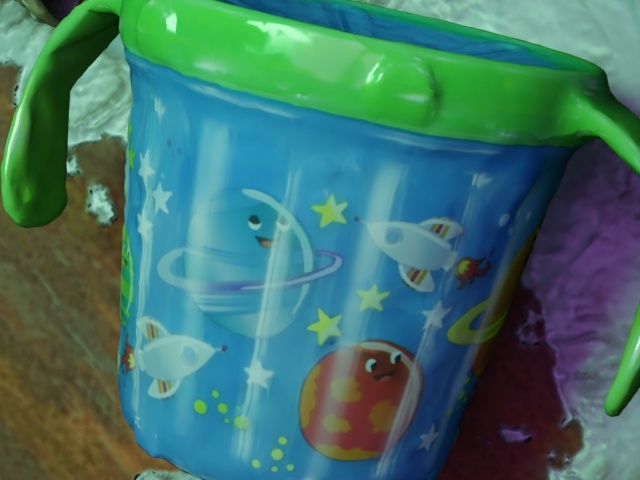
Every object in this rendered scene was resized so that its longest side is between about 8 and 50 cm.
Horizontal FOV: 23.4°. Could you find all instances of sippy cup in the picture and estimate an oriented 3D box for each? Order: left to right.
[{"bbox_3d":[0.000,0.000,0.755,0.305,0.240,0.224,30,111,54],"label":"sippy cup"}]

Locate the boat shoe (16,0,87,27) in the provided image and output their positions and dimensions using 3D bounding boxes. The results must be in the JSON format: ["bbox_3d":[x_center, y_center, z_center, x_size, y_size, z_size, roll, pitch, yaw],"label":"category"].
[{"bbox_3d":[-0.138,-0.205,0.777,0.104,0.285,0.089,-40,84,-19],"label":"boat shoe"}]
